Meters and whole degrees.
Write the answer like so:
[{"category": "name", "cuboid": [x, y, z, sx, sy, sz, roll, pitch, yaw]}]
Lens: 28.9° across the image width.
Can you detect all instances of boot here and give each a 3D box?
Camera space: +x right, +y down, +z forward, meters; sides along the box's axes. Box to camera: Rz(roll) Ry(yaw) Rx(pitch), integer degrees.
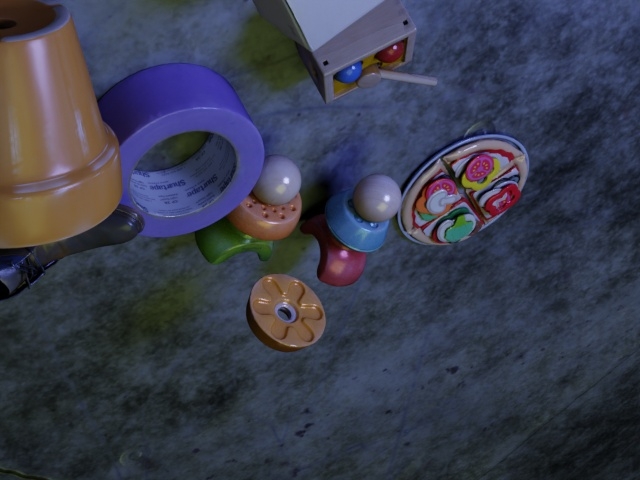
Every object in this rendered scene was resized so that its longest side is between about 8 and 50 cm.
[{"category": "boot", "cuboid": [-0.297, 0.018, 1.325, 0.219, 0.106, 0.082, -5, 141, 13]}]

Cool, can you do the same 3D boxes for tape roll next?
[{"category": "tape roll", "cuboid": [-0.163, -0.097, 1.372, 0.189, 0.080, 0.189, -19, 142, -15]}]

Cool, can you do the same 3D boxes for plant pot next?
[{"category": "plant pot", "cuboid": [-0.294, -0.124, 1.178, 0.205, 0.205, 0.188, -11, 124, -22]}]

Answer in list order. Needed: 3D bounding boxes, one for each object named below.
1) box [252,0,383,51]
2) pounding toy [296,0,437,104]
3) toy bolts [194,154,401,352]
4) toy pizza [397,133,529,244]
[{"category": "box", "cuboid": [0.056, -0.309, 1.201, 0.275, 0.113, 0.094, -37, 131, -10]}, {"category": "pounding toy", "cuboid": [0.053, -0.205, 1.354, 0.130, 0.100, 0.141, -27, 170, -3]}, {"category": "toy bolts", "cuboid": [0.000, 0.000, 1.491, 0.228, 0.218, 0.158, -7, 151, -37]}, {"category": "toy pizza", "cuboid": [0.199, -0.061, 1.688, 0.201, 0.032, 0.201, -18, 141, -15]}]
